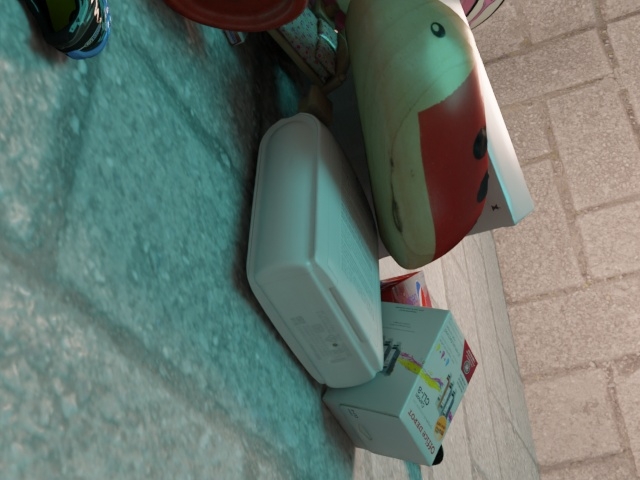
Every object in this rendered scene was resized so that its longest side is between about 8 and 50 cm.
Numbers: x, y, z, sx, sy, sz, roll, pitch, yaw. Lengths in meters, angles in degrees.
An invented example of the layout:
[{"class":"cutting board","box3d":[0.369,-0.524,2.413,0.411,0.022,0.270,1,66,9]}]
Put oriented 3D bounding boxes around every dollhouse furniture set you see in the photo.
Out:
[{"class":"dollhouse furniture set","box3d":[-0.027,-0.392,1.139,0.303,0.173,0.356,43,33,-34]}]

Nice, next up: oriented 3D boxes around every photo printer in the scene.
[{"class":"photo printer","box3d":[0.000,0.000,1.081,0.308,0.107,0.256,-89,157,-43]}]

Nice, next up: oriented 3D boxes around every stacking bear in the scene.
[{"class":"stacking bear","box3d":[-0.092,-0.412,0.963,0.164,0.175,0.289,144,-48,-80]}]

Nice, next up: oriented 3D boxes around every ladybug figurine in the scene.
[{"class":"ladybug figurine","box3d":[0.139,-0.147,1.135,0.449,0.161,0.305,77,5,-46]}]

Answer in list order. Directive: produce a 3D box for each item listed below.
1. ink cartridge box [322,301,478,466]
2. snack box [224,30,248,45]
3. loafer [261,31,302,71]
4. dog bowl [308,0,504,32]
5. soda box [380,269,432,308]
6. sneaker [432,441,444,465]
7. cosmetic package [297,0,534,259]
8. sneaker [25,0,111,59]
[{"class":"ink cartridge box","box3d":[0.112,0.194,1.122,0.176,0.127,0.128,-58,134,-30]},{"class":"snack box","box3d":[-0.114,-0.343,1.178,0.178,0.022,0.064,-78,146,-55]},{"class":"loafer","box3d":[-0.050,-0.309,1.299,0.050,0.056,0.148,41,4,38]},{"class":"dog bowl","box3d":[0.123,-0.502,1.351,0.150,0.407,0.408,-46,120,-46]},{"class":"soda box","box3d":[0.117,0.110,1.358,0.263,0.092,0.084,-14,90,-72]},{"class":"sneaker","box3d":[0.178,0.312,1.420,0.161,0.057,0.075,65,26,-17]},{"class":"cosmetic package","box3d":[0.150,-0.179,1.348,0.097,0.284,0.378,-30,101,-47]},{"class":"sneaker","box3d":[-0.229,-0.248,0.690,0.078,0.067,0.188,-33,109,-77]}]
